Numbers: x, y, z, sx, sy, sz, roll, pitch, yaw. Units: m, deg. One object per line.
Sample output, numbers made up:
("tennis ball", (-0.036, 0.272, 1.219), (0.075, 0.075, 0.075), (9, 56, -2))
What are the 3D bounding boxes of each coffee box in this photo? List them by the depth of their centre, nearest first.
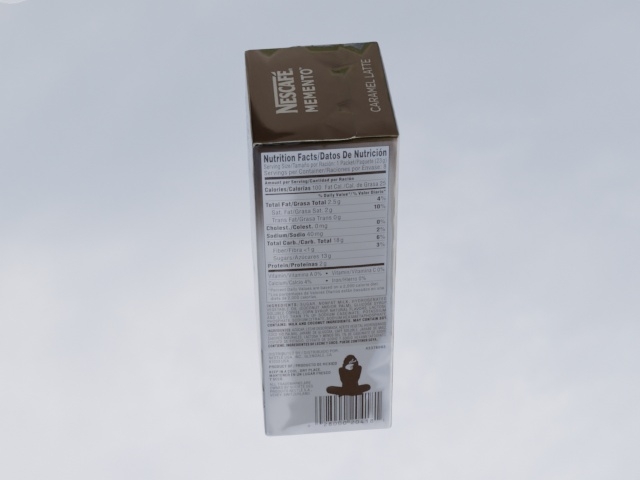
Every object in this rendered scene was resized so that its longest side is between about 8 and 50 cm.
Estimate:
("coffee box", (0.000, 0.000, 1.000), (0.098, 0.247, 0.141), (-3, -147, -4))

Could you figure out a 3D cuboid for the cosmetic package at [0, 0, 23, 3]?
("cosmetic package", (-0.219, -0.283, 0.993), (0.385, 0.217, 0.156), (-1, -92, 52))
